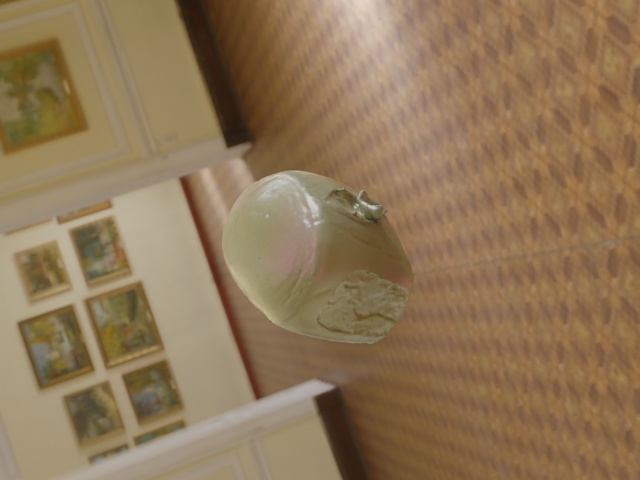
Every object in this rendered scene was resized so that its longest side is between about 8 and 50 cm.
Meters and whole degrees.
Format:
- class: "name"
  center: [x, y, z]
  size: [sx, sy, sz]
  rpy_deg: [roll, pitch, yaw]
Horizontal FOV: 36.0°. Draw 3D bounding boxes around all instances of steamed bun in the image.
- class: "steamed bun"
  center: [0.000, 0.000, 1.059]
  size: [0.152, 0.170, 0.238]
  rpy_deg: [-65, 31, 17]
